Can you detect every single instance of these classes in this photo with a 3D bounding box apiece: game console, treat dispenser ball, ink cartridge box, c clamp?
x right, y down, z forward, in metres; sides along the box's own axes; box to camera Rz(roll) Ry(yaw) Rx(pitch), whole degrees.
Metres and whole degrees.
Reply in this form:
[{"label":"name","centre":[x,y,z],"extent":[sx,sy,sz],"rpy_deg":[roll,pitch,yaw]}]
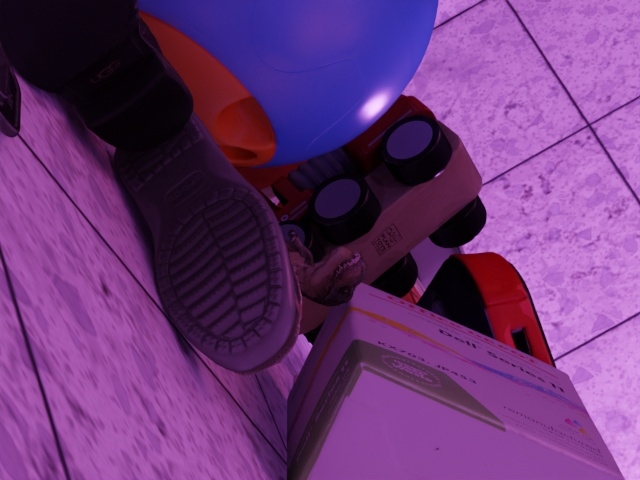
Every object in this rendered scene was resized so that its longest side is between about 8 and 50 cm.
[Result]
[{"label":"game console","centre":[0.162,0.224,1.805],"extent":[0.342,0.060,0.387],"rpy_deg":[123,-48,-67]},{"label":"treat dispenser ball","centre":[-0.051,-0.200,1.550],"extent":[0.288,0.288,0.288],"rpy_deg":[60,4,-8]},{"label":"ink cartridge box","centre":[0.088,0.136,1.493],"extent":[0.207,0.119,0.353],"rpy_deg":[24,9,-6]},{"label":"c clamp","centre":[-0.204,-0.126,1.109],"extent":[0.161,0.022,0.137],"rpy_deg":[-114,178,-63]}]

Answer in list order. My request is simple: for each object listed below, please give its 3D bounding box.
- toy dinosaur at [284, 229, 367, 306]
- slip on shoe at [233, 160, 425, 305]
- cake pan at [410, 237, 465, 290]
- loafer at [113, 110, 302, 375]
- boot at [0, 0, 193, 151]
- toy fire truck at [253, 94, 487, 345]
[{"label":"toy dinosaur","centre":[-0.063,-0.002,1.546],"extent":[0.118,0.064,0.268],"rpy_deg":[36,-6,-26]},{"label":"slip on shoe","centre":[0.000,0.000,2.050],"extent":[0.331,0.123,0.101],"rpy_deg":[56,36,-2]},{"label":"cake pan","centre":[0.051,0.000,2.183],"extent":[0.293,0.054,0.293],"rpy_deg":[42,-30,31]},{"label":"loafer","centre":[-0.064,0.004,1.347],"extent":[0.087,0.094,0.251],"rpy_deg":[51,10,-43]},{"label":"boot","centre":[-0.192,-0.191,1.330],"extent":[0.229,0.091,0.263],"rpy_deg":[57,-2,31]},{"label":"toy fire truck","centre":[0.005,-0.039,1.781],"extent":[0.246,0.217,0.158],"rpy_deg":[44,-9,46]}]
